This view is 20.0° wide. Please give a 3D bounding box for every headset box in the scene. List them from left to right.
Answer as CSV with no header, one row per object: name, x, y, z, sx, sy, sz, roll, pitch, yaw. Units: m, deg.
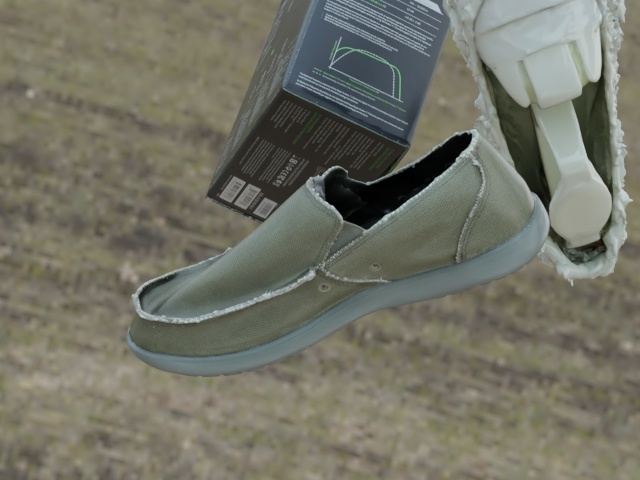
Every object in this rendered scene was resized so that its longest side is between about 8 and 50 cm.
headset box,0.023,-0.177,1.748,0.131,0.283,0.246,25,-30,-10

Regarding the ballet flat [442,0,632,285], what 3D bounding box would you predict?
ballet flat,0.189,-0.121,1.444,0.147,0.409,0.147,-10,45,11

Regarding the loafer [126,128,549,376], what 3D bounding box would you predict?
loafer,0.000,0.000,1.030,0.251,0.087,0.094,-20,25,7
